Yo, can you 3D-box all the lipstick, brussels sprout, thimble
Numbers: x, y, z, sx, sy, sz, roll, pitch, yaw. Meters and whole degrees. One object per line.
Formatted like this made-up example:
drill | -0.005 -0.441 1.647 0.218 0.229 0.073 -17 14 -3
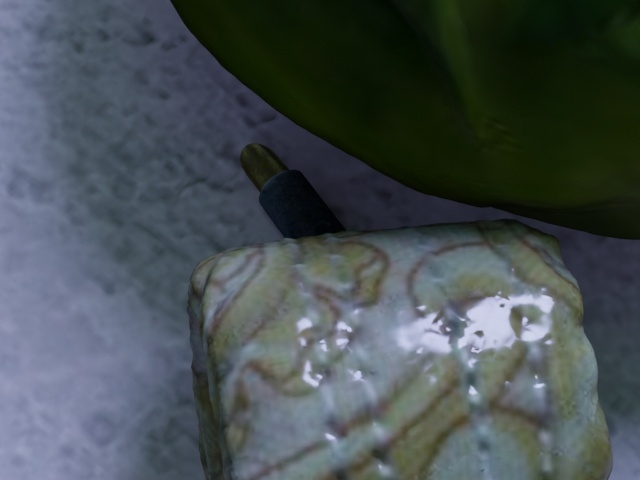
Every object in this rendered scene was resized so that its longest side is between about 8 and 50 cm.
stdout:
lipstick | 0.000 0.000 0.713 0.037 0.037 0.116 -29 65 -17
brussels sprout | 0.104 -0.189 0.634 0.425 0.342 0.361 36 60 24
thimble | 0.029 0.089 0.615 0.143 0.137 0.191 -9 103 -10
